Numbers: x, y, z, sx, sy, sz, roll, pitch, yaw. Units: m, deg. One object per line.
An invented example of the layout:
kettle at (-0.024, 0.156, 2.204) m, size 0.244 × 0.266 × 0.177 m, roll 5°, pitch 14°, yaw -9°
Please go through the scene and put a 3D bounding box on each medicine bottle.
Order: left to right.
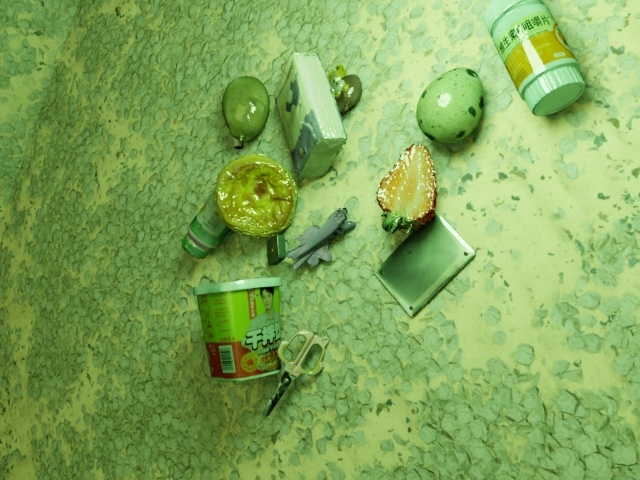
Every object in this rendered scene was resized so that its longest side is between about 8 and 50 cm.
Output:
medicine bottle at (-0.390, -0.064, 2.079) m, size 0.274 × 0.133 × 0.133 m, roll -51°, pitch 59°, yaw 17°
medicine bottle at (0.558, -0.493, 1.498) m, size 0.158 × 0.158 × 0.318 m, roll -28°, pitch 68°, yaw 27°

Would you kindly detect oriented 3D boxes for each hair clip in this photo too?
hair clip at (0.010, -0.004, 1.836) m, size 0.278 × 0.090 × 0.137 m, roll -42°, pitch 74°, yaw 31°

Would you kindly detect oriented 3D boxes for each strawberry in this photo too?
strawberry at (0.265, -0.133, 1.674) m, size 0.188 × 0.106 × 0.286 m, roll 14°, pitch 77°, yaw 30°

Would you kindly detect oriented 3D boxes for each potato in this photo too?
potato at (-0.270, -0.466, 2.055) m, size 0.174 × 0.159 × 0.252 m, roll -26°, pitch 57°, yaw 50°

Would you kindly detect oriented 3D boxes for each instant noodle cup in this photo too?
instant noodle cup at (-0.257, 0.288, 1.864) m, size 0.293 × 0.293 × 0.308 m, roll -9°, pitch 84°, yaw 32°

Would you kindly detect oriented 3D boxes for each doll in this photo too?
doll at (0.058, -0.493, 1.877) m, size 0.145 × 0.096 × 0.188 m, roll -49°, pitch 49°, yaw 11°

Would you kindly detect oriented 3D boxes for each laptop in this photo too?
laptop at (0.298, 0.067, 1.665) m, size 0.269 × 0.015 × 0.188 m, roll -48°, pitch 60°, yaw 18°

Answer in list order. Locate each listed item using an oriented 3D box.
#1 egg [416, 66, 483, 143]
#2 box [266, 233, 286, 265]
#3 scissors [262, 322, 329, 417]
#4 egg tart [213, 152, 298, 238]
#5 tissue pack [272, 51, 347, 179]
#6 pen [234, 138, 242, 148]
egg at (0.368, -0.379, 1.599) m, size 0.177 × 0.177 × 0.228 m, roll 29°, pitch 83°, yaw 34°
box at (-0.149, 0.033, 1.926) m, size 0.126 × 0.031 × 0.091 m, roll 143°, pitch 124°, yaw -63°
scissors at (-0.093, 0.419, 1.801) m, size 0.160 × 0.024 × 0.318 m, roll 31°, pitch 88°, yaw -3°
egg tart at (-0.217, -0.150, 1.945) m, size 0.294 × 0.116 × 0.295 m, roll -1°, pitch 100°, yaw -4°
tissue pack at (-0.041, -0.405, 1.854) m, size 0.242 × 0.125 × 0.344 m, roll 127°, pitch 132°, yaw -59°
pen at (-0.310, -0.474, 2.154) m, size 0.033 × 0.033 × 0.269 m, roll -7°, pitch 78°, yaw 33°
